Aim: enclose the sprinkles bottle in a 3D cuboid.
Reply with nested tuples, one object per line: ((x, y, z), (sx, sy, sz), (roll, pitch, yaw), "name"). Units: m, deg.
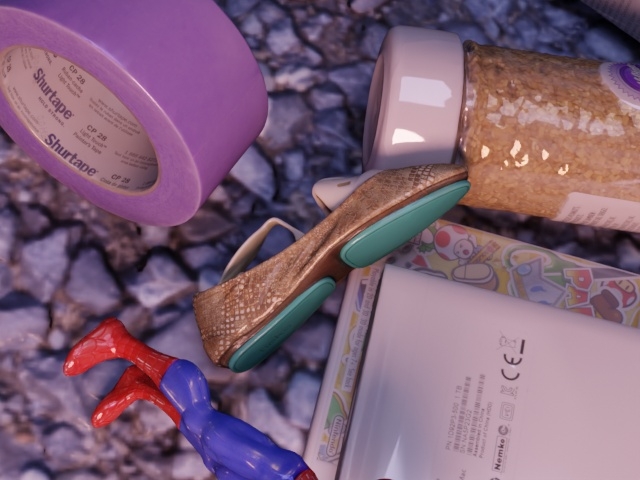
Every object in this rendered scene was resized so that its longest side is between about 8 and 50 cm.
((0.210, -0.065, 1.062), (0.355, 0.121, 0.121), (8, 62, -6), "sprinkles bottle")

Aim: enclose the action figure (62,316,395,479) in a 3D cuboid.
((-0.049, 0.162, 0.869), (0.280, 0.091, 0.139), (23, 62, 29), "action figure")

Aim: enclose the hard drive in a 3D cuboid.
((0.168, 0.144, 0.961), (0.307, 0.040, 0.203), (15, 62, -2), "hard drive")

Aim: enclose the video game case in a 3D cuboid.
((0.105, 0.098, 1.013), (0.206, 0.026, 0.227), (16, 61, -1), "video game case")

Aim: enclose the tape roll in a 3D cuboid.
((-0.132, -0.102, 0.985), (0.189, 0.189, 0.080), (33, 61, 8), "tape roll")

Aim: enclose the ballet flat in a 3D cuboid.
((0.000, 0.000, 0.990), (0.206, 0.073, 0.067), (-37, 70, -1), "ballet flat")

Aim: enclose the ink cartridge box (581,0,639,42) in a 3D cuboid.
((0.243, -0.338, 1.237), (0.330, 0.071, 0.324), (38, 60, 13), "ink cartridge box")
